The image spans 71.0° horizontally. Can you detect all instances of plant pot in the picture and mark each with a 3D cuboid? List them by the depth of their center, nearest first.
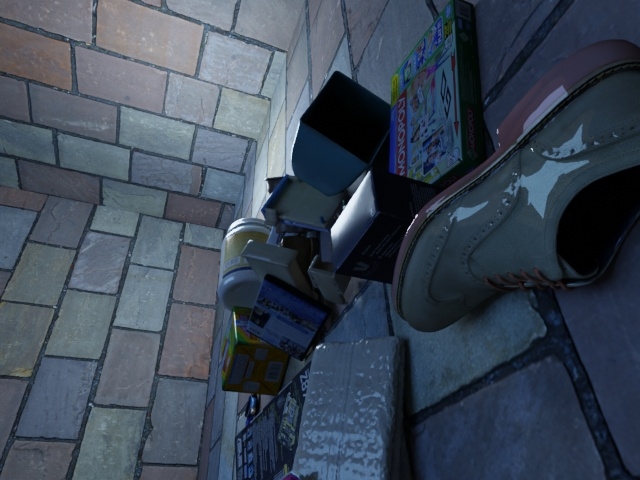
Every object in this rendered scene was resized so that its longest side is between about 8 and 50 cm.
[{"bbox_3d":[0.034,-0.212,1.012,0.166,0.165,0.234,-59,3,-26],"label":"plant pot"},{"bbox_3d":[-0.079,-0.107,1.339,0.167,0.166,0.165,-168,75,-72],"label":"plant pot"}]

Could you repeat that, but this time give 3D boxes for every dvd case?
[{"bbox_3d":[-0.088,0.204,1.145,0.022,0.180,0.253,-59,-4,-45],"label":"dvd case"}]

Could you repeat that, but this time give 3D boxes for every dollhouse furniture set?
[{"bbox_3d":[0.000,0.000,1.148,0.304,0.286,0.198,-61,-33,-29],"label":"dollhouse furniture set"}]

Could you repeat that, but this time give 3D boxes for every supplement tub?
[{"bbox_3d":[-0.256,0.089,1.654,0.316,0.228,0.228,-97,26,-45],"label":"supplement tub"}]

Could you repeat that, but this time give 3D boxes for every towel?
[{"bbox_3d":[0.049,0.295,0.730,0.187,0.049,0.282,-15,49,36],"label":"towel"}]

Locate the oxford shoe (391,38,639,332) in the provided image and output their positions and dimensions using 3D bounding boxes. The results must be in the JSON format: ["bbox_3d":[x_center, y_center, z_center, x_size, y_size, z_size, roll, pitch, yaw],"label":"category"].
[{"bbox_3d":[0.199,0.004,0.476,0.397,0.140,0.147,116,150,-43],"label":"oxford shoe"}]

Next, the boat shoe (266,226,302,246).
[{"bbox_3d":[-0.101,-0.044,1.479,0.102,0.108,0.302,-51,-17,-78],"label":"boat shoe"}]

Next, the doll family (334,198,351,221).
[{"bbox_3d":[0.079,-0.013,0.940,0.111,0.076,0.193,-42,31,31],"label":"doll family"}]

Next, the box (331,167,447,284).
[{"bbox_3d":[0.117,-0.012,0.690,0.156,0.158,0.093,123,153,-47],"label":"box"}]

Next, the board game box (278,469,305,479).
[{"bbox_3d":[-0.081,0.618,0.668,0.390,0.050,0.390,-48,54,28],"label":"board game box"}]

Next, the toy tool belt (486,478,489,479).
[{"bbox_3d":[0.197,0.266,0.451,0.083,0.052,0.051,126,142,-51],"label":"toy tool belt"}]

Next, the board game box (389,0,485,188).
[{"bbox_3d":[0.190,-0.219,0.781,0.213,0.046,0.318,139,139,-61],"label":"board game box"}]

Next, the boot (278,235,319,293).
[{"bbox_3d":[-0.072,0.124,1.260,0.112,0.115,0.306,130,146,-53],"label":"boot"}]

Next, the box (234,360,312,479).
[{"bbox_3d":[-0.045,0.482,0.841,0.318,0.097,0.395,-53,30,26],"label":"box"}]

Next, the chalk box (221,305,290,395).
[{"bbox_3d":[-0.220,0.337,1.470,0.289,0.179,0.180,-124,48,-65],"label":"chalk box"}]

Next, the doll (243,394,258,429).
[{"bbox_3d":[-0.250,0.610,1.605,0.129,0.046,0.189,127,157,-71],"label":"doll"}]
